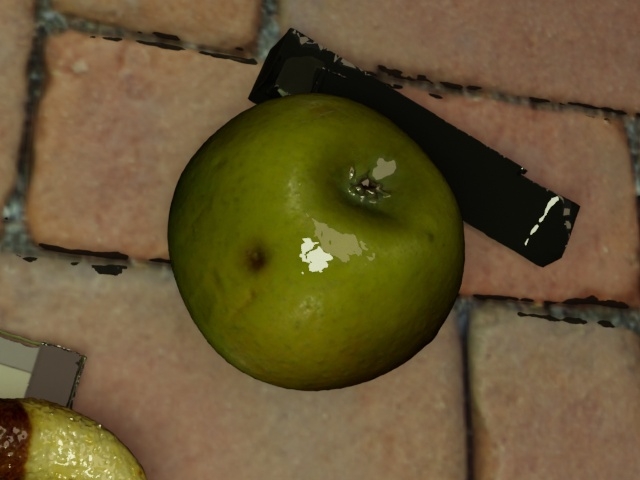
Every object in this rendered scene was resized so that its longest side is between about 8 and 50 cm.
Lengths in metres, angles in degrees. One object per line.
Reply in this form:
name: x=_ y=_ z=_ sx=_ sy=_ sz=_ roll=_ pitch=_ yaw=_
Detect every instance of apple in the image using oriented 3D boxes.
apple: x=0.000 y=0.000 z=0.895 sx=0.196 sy=0.157 sz=0.196 roll=12 pitch=60 yaw=-22

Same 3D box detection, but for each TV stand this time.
TV stand: x=0.072 y=-0.064 z=1.011 sx=0.256 sy=0.040 sz=0.049 roll=30 pitch=64 yaw=-13

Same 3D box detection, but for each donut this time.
donut: x=-0.177 y=0.164 z=0.783 sx=0.184 sy=0.073 sz=0.166 roll=11 pitch=68 yaw=-21

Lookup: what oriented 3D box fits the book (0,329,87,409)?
book: x=-0.268 y=0.107 z=0.814 sx=0.231 sy=0.026 sz=0.157 roll=21 pitch=69 yaw=-17
